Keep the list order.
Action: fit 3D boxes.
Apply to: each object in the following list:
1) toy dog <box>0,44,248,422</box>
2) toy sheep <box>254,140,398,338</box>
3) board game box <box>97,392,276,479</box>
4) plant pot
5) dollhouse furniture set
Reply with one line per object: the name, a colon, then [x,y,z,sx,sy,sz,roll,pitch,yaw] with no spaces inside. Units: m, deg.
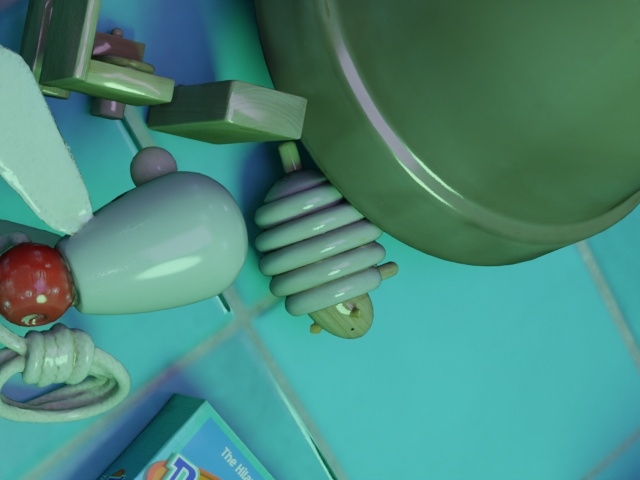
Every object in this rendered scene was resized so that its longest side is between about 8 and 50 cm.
toy dog: [-0.224,-0.014,0.897,0.334,0.220,0.161,3,58,-37]
toy sheep: [0.000,0.000,1.069,0.091,0.091,0.132,-22,88,-28]
board game box: [-0.099,0.223,1.033,0.210,0.047,0.160,-48,112,-21]
plant pot: [0.165,-0.167,1.008,0.323,0.280,0.323,9,74,-34]
dollhouse furniture set: [-0.086,-0.132,0.979,0.151,0.144,0.123,12,86,-28]
